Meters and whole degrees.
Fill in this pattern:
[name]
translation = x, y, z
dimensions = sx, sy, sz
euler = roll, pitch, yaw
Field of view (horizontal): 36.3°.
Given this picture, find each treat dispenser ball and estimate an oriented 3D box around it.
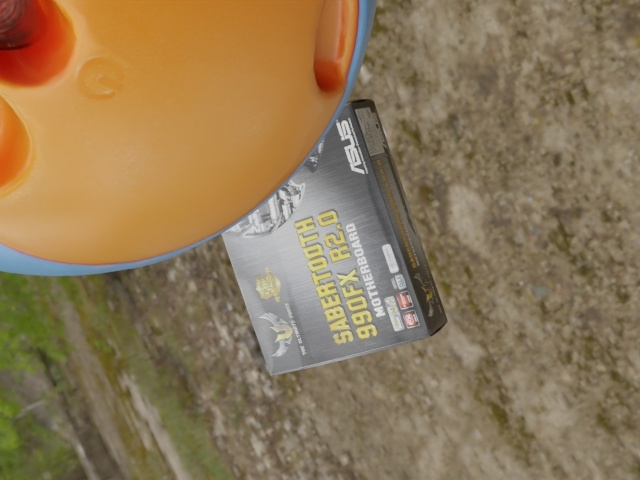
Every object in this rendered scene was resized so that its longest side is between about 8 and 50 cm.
[treat dispenser ball]
translation = -0.116, -0.127, 0.441
dimensions = 0.288, 0.288, 0.288
euler = 52, 156, 34

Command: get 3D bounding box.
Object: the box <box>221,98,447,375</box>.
[box]
translation = 0.000, 0.000, 0.949
dimensions = 0.183, 0.056, 0.231
euler = -17, 93, 28
